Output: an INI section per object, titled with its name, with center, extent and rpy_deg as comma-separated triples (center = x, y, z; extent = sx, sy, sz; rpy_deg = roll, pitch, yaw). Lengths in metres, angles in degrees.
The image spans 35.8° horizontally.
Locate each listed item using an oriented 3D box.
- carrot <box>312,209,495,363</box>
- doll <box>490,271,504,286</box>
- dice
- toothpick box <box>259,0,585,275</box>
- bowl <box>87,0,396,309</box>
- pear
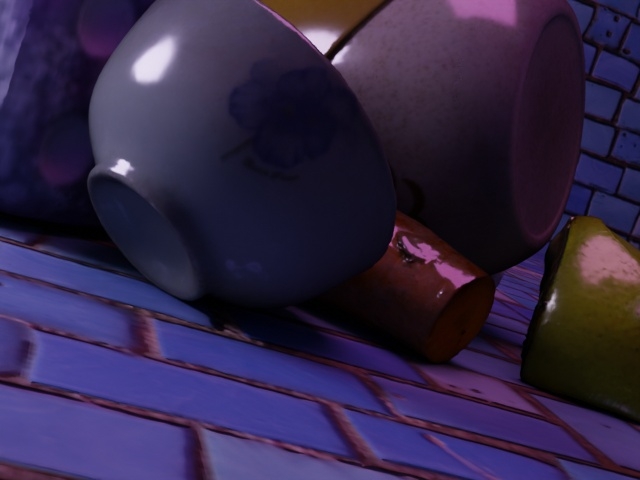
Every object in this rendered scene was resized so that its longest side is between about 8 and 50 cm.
[carrot]
center = 0.020, 0.008, 0.975
extent = 0.302, 0.139, 0.138
rpy_deg = 37, 14, 29
[doll]
center = 0.138, -0.016, 1.438
extent = 0.252, 0.111, 0.237
rpy_deg = 12, 24, 3
[dice]
center = -0.280, -0.173, 0.968
extent = 0.270, 0.270, 0.271
rpy_deg = 22, 7, 29
[toothpick box]
center = 0.080, -0.159, 1.215
extent = 0.425, 0.409, 0.409
rpy_deg = 9, 1, 27
[bowl]
center = -0.093, -0.046, 0.804
extent = 0.289, 0.146, 0.289
rpy_deg = 32, -33, 24
[pear]
center = 0.364, 0.096, 1.060
extent = 0.281, 0.176, 0.286
rpy_deg = 22, 8, 11
